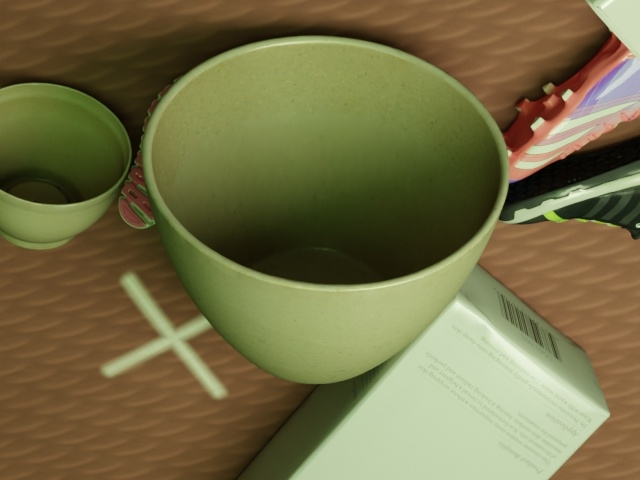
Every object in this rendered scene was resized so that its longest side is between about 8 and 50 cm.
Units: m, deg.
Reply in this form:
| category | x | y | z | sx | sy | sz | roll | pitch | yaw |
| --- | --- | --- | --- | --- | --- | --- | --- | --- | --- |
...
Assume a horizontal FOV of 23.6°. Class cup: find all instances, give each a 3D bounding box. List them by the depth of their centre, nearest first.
| category | x | y | z | sx | sy | sz | roll | pitch | yaw |
| --- | --- | --- | --- | --- | --- | --- | --- | --- | --- |
| cup | 0.000 | 0.000 | 1.458 | 0.331 | 0.331 | 0.237 | 3 | 136 | -1 |

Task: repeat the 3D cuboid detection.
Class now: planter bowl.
| category | x | y | z | sx | sy | sz | roll | pitch | yaw |
| --- | --- | --- | --- | --- | --- | --- | --- | --- | --- |
| planter bowl | -0.273 | -0.060 | 1.503 | 0.162 | 0.162 | 0.109 | 14 | 137 | -6 |

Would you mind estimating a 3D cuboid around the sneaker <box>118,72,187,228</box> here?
| category | x | y | z | sx | sy | sz | roll | pitch | yaw |
| --- | --- | --- | --- | --- | --- | --- | --- | --- | --- |
| sneaker | -0.147 | -0.089 | 1.534 | 0.063 | 0.075 | 0.170 | 23 | 88 | 9 |

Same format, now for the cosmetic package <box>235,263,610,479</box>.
| category | x | y | z | sx | sy | sz | roll | pitch | yaw |
| --- | --- | --- | --- | --- | --- | --- | --- | --- | --- |
| cosmetic package | 0.091 | 0.225 | 1.606 | 0.217 | 0.156 | 0.385 | 38 | 108 | -14 |

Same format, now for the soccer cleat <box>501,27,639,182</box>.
| category | x | y | z | sx | sy | sz | roll | pitch | yaw |
| --- | --- | --- | --- | --- | --- | --- | --- | --- | --- |
| soccer cleat | 0.272 | -0.133 | 1.507 | 0.095 | 0.083 | 0.248 | 40 | 103 | -19 |

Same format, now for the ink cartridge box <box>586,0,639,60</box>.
| category | x | y | z | sx | sy | sz | roll | pitch | yaw |
| --- | --- | --- | --- | --- | --- | --- | --- | --- | --- |
| ink cartridge box | 0.334 | -0.295 | 1.383 | 0.237 | 0.172 | 0.100 | -38 | 126 | 14 |

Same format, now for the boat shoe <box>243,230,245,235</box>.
| category | x | y | z | sx | sy | sz | roll | pitch | yaw |
| --- | --- | --- | --- | --- | --- | --- | --- | --- | --- |
| boat shoe | -0.089 | -0.015 | 1.578 | 0.035 | 0.035 | 0.100 | -24 | 108 | -20 |

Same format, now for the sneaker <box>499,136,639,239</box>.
| category | x | y | z | sx | sy | sz | roll | pitch | yaw |
| --- | --- | --- | --- | --- | --- | --- | --- | --- | --- |
| sneaker | 0.295 | -0.037 | 1.540 | 0.234 | 0.084 | 0.097 | -16 | 112 | 6 |
